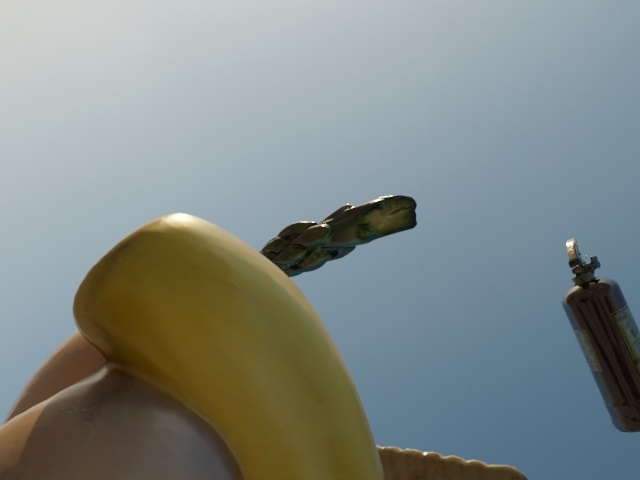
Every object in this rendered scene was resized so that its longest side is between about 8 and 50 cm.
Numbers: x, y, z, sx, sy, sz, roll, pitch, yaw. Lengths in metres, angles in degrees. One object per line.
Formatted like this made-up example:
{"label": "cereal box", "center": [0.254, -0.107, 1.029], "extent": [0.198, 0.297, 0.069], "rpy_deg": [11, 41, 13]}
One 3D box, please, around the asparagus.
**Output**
{"label": "asparagus", "center": [0.000, 0.000, 0.945], "extent": [0.287, 0.080, 0.080], "rpy_deg": [-22, -132, 34]}

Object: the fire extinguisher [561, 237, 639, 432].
{"label": "fire extinguisher", "center": [0.347, 0.107, 0.810], "extent": [0.071, 0.099, 0.231], "rpy_deg": [-25, -97, 25]}

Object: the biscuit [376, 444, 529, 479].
{"label": "biscuit", "center": [0.061, 0.332, 0.584], "extent": [0.217, 0.044, 0.325], "rpy_deg": [1, -137, 23]}

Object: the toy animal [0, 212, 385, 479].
{"label": "toy animal", "center": [-0.113, 0.183, 0.449], "extent": [0.246, 0.277, 0.345], "rpy_deg": [-27, -149, 44]}
